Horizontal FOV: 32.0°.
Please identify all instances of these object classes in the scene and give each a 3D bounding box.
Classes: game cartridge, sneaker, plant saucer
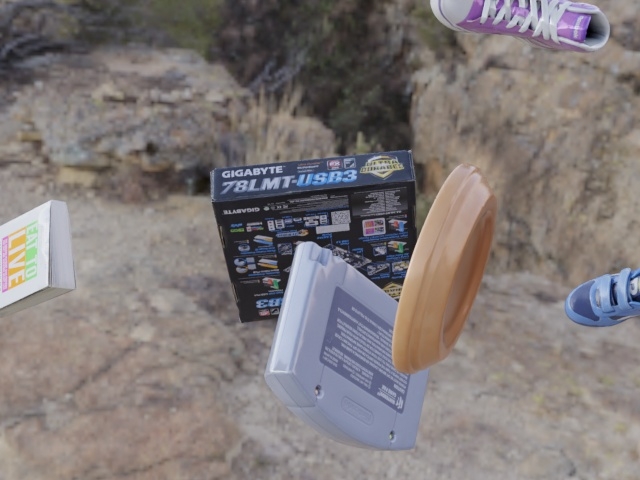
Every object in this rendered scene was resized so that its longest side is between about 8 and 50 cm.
[{"bbox_3d":[0.041,0.150,1.390,0.060,0.196,0.294,-7,-30,34],"label":"game cartridge"},{"bbox_3d":[0.306,-0.337,1.632,0.282,0.102,0.161,4,14,-33],"label":"sneaker"},{"bbox_3d":[0.311,0.053,1.124,0.144,0.053,0.059,-13,-22,31],"label":"sneaker"},{"bbox_3d":[0.118,0.029,1.010,0.037,0.200,0.200,18,23,18],"label":"plant saucer"}]

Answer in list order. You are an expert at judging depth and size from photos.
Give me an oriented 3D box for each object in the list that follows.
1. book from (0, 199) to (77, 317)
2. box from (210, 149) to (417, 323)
[{"bbox_3d":[-0.318,0.022,1.204,0.035,0.096,0.144,9,-22,-43],"label":"book"},{"bbox_3d":[0.000,0.000,1.688,0.295,0.293,0.073,-6,51,2],"label":"box"}]
